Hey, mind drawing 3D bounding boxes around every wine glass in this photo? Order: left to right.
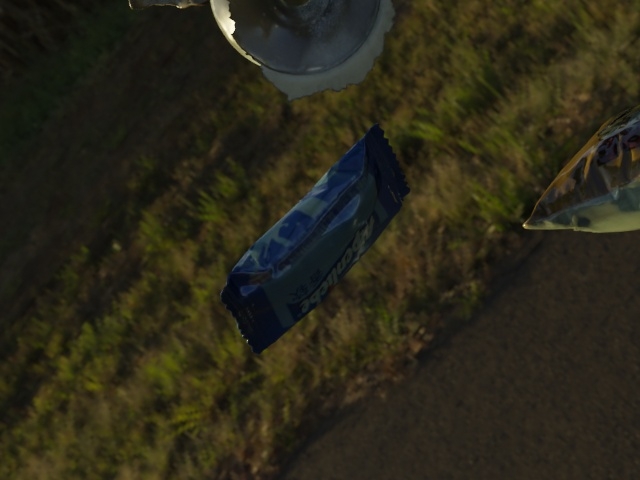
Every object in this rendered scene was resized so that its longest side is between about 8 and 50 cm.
[{"bbox_3d":[-0.028,-0.318,1.420,0.238,0.238,0.323,-47,12,12],"label":"wine glass"}]

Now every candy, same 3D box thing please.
[{"bbox_3d":[0.000,0.000,1.512,0.331,0.187,0.077,-45,56,-13],"label":"candy"}]

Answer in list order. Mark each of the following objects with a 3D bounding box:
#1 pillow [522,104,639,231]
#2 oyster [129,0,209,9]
[{"bbox_3d":[0.370,-0.097,1.030,0.310,0.119,0.312,-21,2,32],"label":"pillow"},{"bbox_3d":[-0.193,-0.348,1.027,0.198,0.337,0.133,-36,45,13],"label":"oyster"}]
